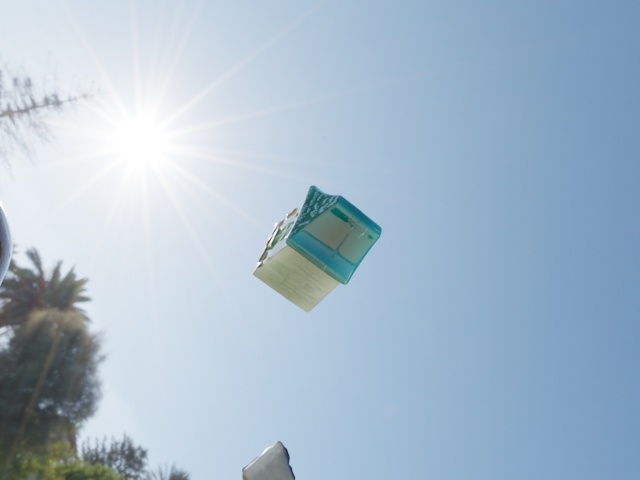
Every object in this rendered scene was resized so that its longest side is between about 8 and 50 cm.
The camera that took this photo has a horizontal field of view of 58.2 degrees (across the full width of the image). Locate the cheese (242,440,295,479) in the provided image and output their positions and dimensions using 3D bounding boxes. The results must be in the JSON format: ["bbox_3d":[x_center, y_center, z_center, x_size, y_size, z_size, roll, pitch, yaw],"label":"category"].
[{"bbox_3d":[-0.036,0.485,0.857,0.034,0.085,0.400,-1,-68,41],"label":"cheese"}]

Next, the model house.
[{"bbox_3d":[0.000,0.000,0.767,0.100,0.127,0.149,38,-52,-15],"label":"model house"}]

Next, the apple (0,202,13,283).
[{"bbox_3d":[-0.326,0.001,0.393,0.188,0.188,0.174,5,-39,48],"label":"apple"}]
